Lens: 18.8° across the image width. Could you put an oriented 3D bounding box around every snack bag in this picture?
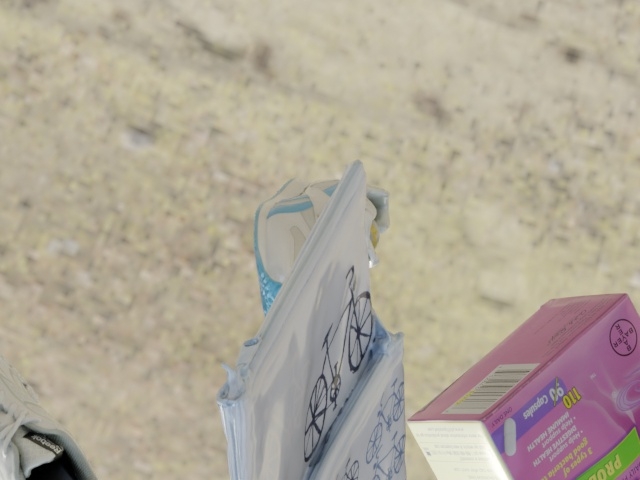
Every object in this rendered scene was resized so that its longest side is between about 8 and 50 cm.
[{"bbox_3d":[0.006,0.151,1.358,0.037,0.323,0.342,5,122,16],"label":"snack bag"}]

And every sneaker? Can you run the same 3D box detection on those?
[{"bbox_3d":[0.000,0.000,1.657,0.092,0.228,0.087,0,113,14],"label":"sneaker"},{"bbox_3d":[-0.270,0.163,1.651,0.292,0.110,0.118,44,159,5],"label":"sneaker"}]

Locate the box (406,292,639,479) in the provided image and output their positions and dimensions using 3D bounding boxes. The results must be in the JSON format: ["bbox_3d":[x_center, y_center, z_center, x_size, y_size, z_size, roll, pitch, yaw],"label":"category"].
[{"bbox_3d":[0.237,0.208,1.804,0.117,0.213,0.243,-7,115,56],"label":"box"}]
